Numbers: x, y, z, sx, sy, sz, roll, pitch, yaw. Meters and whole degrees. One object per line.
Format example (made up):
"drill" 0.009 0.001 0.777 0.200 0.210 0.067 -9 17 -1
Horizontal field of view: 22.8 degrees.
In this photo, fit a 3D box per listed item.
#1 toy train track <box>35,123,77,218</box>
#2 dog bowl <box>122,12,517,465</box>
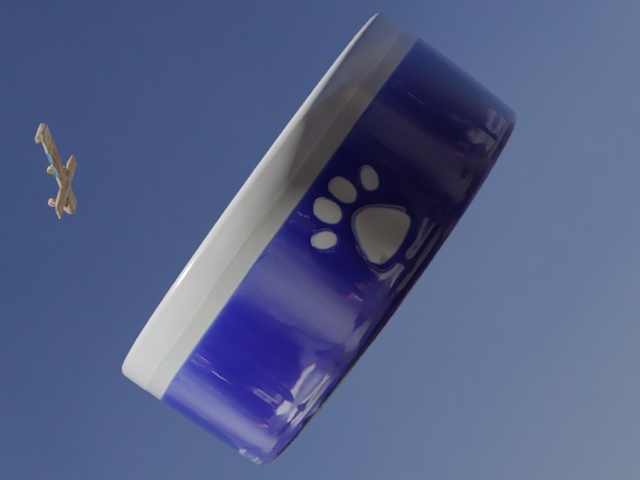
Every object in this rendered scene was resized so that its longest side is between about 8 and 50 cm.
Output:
"toy train track" -0.179 -0.047 1.058 0.083 0.014 0.048 80 -164 -52
"dog bowl" 0.000 0.000 0.945 0.265 0.104 0.265 -55 1 1
